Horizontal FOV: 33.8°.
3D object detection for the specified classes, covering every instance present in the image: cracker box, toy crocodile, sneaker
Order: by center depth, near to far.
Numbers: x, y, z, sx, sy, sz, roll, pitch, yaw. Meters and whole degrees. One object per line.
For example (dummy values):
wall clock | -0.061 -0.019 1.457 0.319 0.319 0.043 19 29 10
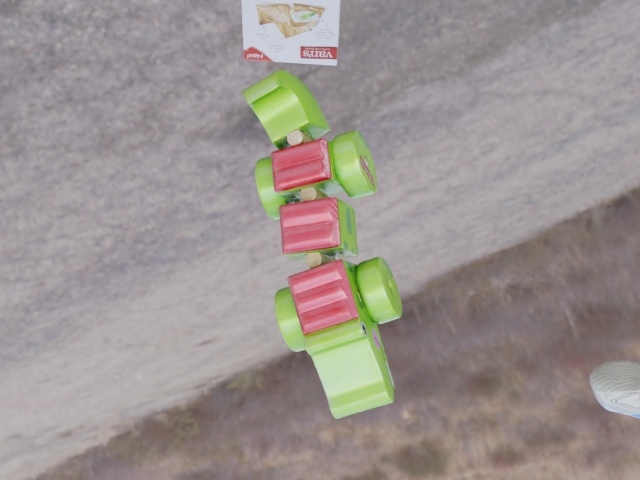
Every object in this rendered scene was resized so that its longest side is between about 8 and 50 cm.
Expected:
toy crocodile | 0.000 0.000 1.024 0.115 0.341 0.105 -14 169 17
sneaker | 0.499 0.219 1.499 0.237 0.085 0.086 3 145 46
cracker box | -0.045 -0.385 1.653 0.155 0.067 0.232 3 141 2
